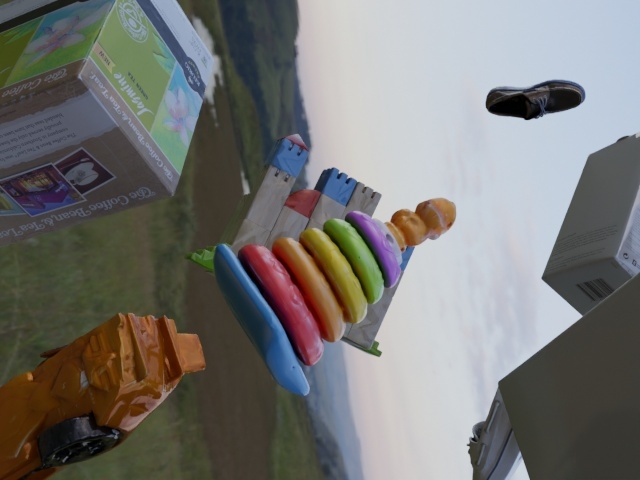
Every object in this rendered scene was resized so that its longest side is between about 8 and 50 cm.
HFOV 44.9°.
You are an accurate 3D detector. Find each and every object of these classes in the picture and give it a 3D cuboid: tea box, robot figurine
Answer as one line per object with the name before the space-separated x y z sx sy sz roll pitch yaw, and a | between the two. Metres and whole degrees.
tea box | -0.368 -0.200 1.115 0.323 0.329 0.220 -86 153 -42
robot figurine | -0.179 0.177 0.474 0.085 0.291 0.211 15 46 -54

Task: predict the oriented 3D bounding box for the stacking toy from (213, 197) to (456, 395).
stacking toy | 0.036 0.028 0.936 0.166 0.302 0.175 52 -12 38

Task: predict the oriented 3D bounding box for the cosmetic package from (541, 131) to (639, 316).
cosmetic package | 0.616 -0.040 1.576 0.197 0.155 0.365 -27 -153 58

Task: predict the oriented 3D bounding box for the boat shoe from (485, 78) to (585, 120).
boat shoe | 0.403 -0.256 1.459 0.066 0.183 0.066 -62 142 -49

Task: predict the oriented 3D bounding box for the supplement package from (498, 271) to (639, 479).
supplement package | 0.271 0.106 0.393 0.263 0.198 0.199 -50 -143 38

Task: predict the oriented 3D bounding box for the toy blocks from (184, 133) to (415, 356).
toy blocks | 0.000 0.000 1.288 0.261 0.381 0.191 -64 -161 -11

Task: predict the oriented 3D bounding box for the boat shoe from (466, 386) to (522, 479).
boat shoe | 0.274 0.316 1.204 0.084 0.095 0.258 34 -53 26
